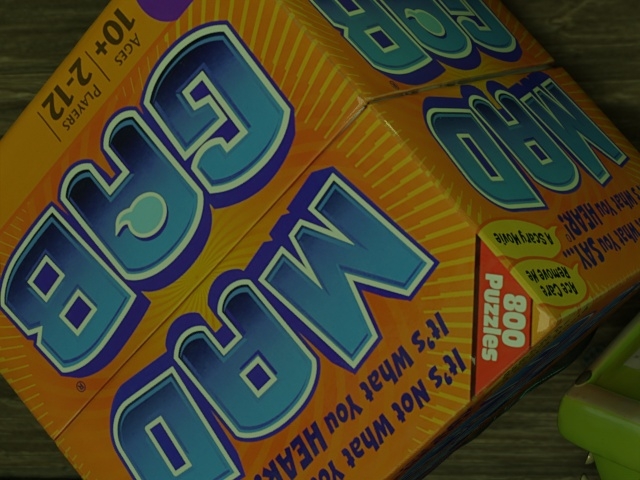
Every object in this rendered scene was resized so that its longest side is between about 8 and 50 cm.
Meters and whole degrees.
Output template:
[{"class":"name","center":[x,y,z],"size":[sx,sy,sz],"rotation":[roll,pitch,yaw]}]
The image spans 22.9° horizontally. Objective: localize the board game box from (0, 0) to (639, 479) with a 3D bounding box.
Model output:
[{"class":"board game box","center":[0.000,0.000,1.188],"size":[0.356,0.356,0.356],"rotation":[50,117,11]}]

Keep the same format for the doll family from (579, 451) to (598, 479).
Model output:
[{"class":"doll family","center":[0.305,0.180,1.413],"size":[0.111,0.076,0.193],"rotation":[20,114,9]}]

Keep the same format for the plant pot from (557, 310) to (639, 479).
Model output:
[{"class":"plant pot","center":[0.336,0.151,1.255],"size":[0.227,0.228,0.207],"rotation":[-45,106,-9]}]

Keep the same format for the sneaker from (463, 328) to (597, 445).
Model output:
[{"class":"sneaker","center":[0.151,0.123,1.405],"size":[0.101,0.106,0.267],"rotation":[42,115,-6]}]
